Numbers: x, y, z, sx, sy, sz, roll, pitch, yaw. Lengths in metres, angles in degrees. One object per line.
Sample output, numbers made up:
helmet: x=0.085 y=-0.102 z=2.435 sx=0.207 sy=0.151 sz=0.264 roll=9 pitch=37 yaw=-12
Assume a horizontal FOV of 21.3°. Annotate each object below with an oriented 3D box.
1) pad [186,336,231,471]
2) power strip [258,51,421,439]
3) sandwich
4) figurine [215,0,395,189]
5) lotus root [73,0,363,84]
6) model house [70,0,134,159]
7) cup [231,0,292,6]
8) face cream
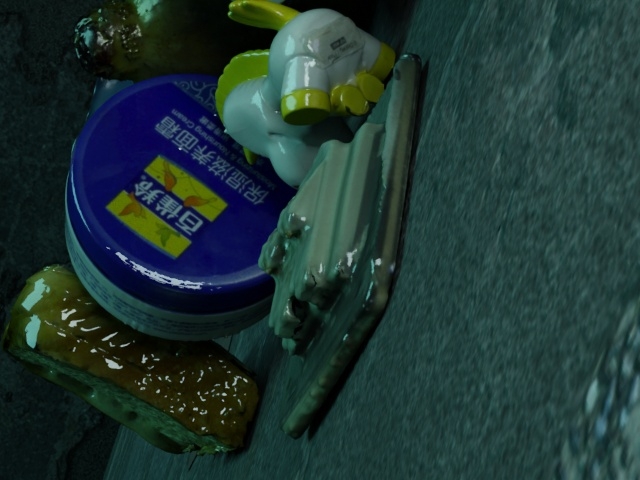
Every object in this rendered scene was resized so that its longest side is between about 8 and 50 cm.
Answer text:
pad: x=-0.114 y=0.145 z=1.826 sx=0.113 sy=0.006 sz=0.188 roll=117 pitch=167 yaw=-56
power strip: x=0.000 y=0.000 z=1.112 sx=0.198 sy=0.064 sz=0.213 roll=118 pitch=167 yaw=-47
sandwich: x=-0.170 y=0.110 z=1.506 sx=0.087 sy=0.226 sz=0.251 roll=-64 pitch=8 yaw=-14
figurine: x=-0.021 y=-0.106 z=1.282 sx=0.109 sy=0.129 sz=0.178 roll=-44 pitch=-13 yaw=-32
lotus root: x=-0.076 y=-0.199 z=1.483 sx=0.309 sy=0.173 sz=0.173 roll=-31 pitch=-22 yaw=-38
model house: x=-0.133 y=-0.098 z=1.765 sx=0.303 sy=0.215 sz=0.237 roll=131 pitch=155 yaw=-80
cup: x=-0.087 y=-0.363 z=1.270 sx=0.253 sy=0.371 sz=0.253 roll=-46 pitch=14 yaw=15
face cream: x=-0.105 y=-0.024 z=1.384 sx=0.111 sy=0.206 sz=0.206 roll=110 pitch=173 yaw=-57
